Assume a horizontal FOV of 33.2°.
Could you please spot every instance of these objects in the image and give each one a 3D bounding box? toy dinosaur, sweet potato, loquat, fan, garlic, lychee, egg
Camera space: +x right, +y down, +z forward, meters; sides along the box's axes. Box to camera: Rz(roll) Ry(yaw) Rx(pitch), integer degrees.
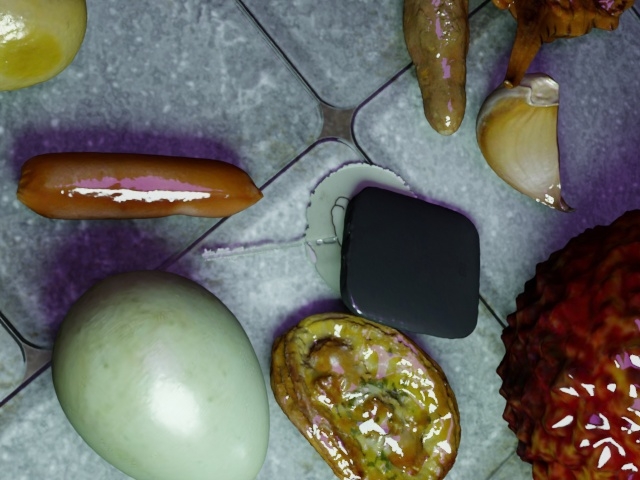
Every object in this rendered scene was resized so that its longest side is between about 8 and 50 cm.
[{"bbox_3d":[0.291,-0.331,1.493,0.432,0.097,0.208,-31,77,-41],"label":"toy dinosaur"},{"bbox_3d":[0.157,-0.320,1.472,0.106,0.095,0.354,-14,86,-15],"label":"sweet potato"},{"bbox_3d":[-0.370,-0.278,1.240,0.213,0.213,0.213,3,81,-18],"label":"loquat"},{"bbox_3d":[0.000,0.000,1.415,0.329,0.009,0.190,-10,86,-22],"label":"fan"},{"bbox_3d":[0.286,-0.147,1.478,0.115,0.128,0.206,-64,143,-42],"label":"garlic"},{"bbox_3d":[0.438,0.162,1.340,0.500,0.425,0.424,-14,85,-59],"label":"lychee"},{"bbox_3d":[-0.171,0.170,1.223,0.218,0.218,0.295,-41,102,-19],"label":"egg"}]

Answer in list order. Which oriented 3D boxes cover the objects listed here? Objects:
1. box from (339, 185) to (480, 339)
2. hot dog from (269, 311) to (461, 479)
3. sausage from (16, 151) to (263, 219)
[{"bbox_3d":[0.120,0.030,1.399,0.201,0.042,0.212,18,52,-18],"label":"box"},{"bbox_3d":[0.058,0.207,1.345,0.196,0.122,0.272,-42,97,-25],"label":"hot dog"},{"bbox_3d":[-0.218,-0.067,1.314,0.300,0.089,0.083,0,75,-18],"label":"sausage"}]
